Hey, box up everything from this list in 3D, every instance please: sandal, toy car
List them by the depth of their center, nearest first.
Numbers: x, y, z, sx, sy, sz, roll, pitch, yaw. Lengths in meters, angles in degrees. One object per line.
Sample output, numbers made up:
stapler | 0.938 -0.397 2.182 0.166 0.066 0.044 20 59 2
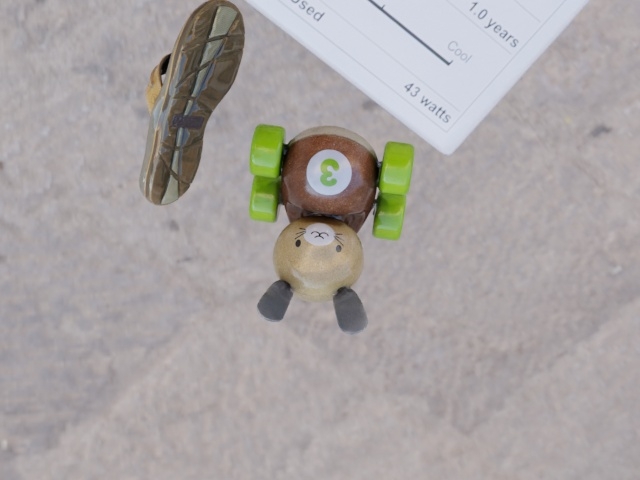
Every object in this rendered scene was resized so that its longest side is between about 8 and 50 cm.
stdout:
sandal | -0.119 -0.119 1.081 0.072 0.049 0.180 7 106 -54
toy car | 0.000 0.000 1.234 0.155 0.188 0.149 8 146 2

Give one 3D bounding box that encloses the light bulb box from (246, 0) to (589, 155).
light bulb box | 0.048 -0.314 0.768 0.358 0.225 0.361 36 107 -22
